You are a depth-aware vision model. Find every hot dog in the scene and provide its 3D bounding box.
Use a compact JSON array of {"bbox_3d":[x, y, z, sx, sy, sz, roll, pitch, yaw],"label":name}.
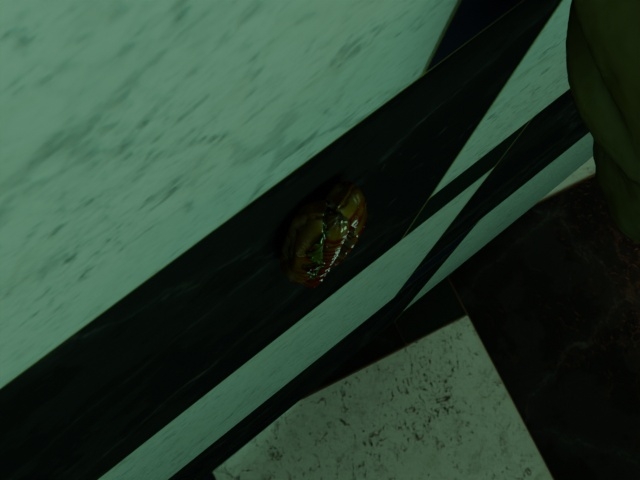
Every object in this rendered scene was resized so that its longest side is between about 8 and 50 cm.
[{"bbox_3d":[0.001,0.001,0.830,0.062,0.038,0.144,-38,172,-17],"label":"hot dog"}]

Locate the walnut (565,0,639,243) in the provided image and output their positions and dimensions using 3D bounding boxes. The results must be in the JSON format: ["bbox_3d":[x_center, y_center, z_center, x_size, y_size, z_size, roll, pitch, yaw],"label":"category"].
[{"bbox_3d":[0.262,-0.115,0.619,0.277,0.253,0.282,-40,171,-9],"label":"walnut"}]
